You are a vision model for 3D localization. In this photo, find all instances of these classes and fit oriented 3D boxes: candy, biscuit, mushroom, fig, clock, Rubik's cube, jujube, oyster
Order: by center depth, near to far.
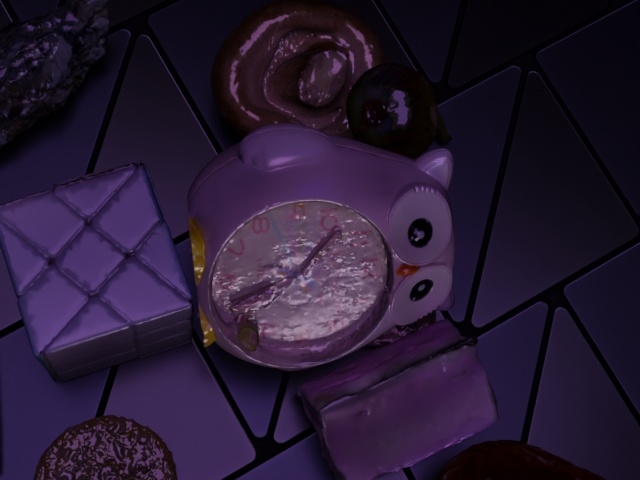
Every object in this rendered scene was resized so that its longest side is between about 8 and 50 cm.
[{"bbox_3d":[-0.315,0.050,1.693,0.221,0.224,0.231,-18,78,-10],"label":"Rubik's cube"},{"bbox_3d":[0.000,0.000,1.695,0.377,0.250,0.368,-8,118,-7],"label":"clock"},{"bbox_3d":[0.325,0.403,1.696,0.342,0.216,0.216,17,75,-8],"label":"jujube"},{"bbox_3d":[-0.308,0.362,1.715,0.220,0.033,0.219,1,78,-5],"label":"biscuit"},{"bbox_3d":[0.115,0.238,1.727,0.265,0.116,0.155,-25,109,-11],"label":"candy"},{"bbox_3d":[0.142,-0.187,1.807,0.149,0.245,0.149,0,90,34],"label":"fig"},{"bbox_3d":[-0.456,-0.258,1.807,0.351,0.158,0.162,-38,117,-1],"label":"oyster"},{"bbox_3d":[-0.026,-0.240,1.838,0.278,0.146,0.278,0,91,-16],"label":"mushroom"}]

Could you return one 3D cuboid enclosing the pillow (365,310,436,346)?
[{"bbox_3d":[0.119,0.054,1.833,0.126,0.043,0.232,4,75,-2],"label":"pillow"}]
